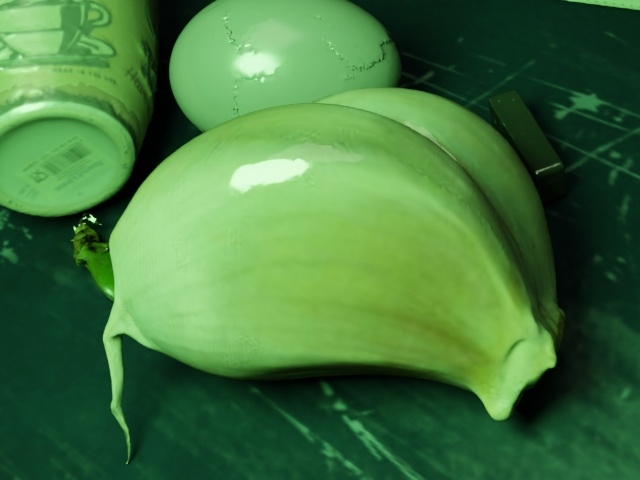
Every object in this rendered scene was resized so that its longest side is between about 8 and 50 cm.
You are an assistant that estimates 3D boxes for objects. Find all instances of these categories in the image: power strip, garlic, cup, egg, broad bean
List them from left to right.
[{"bbox_3d":[-0.277,-0.139,1.352,0.301,0.227,0.257,-34,45,25],"label":"cup"},{"bbox_3d":[-0.068,-0.008,1.258,0.292,0.049,0.144,-16,42,3],"label":"broad bean"},{"bbox_3d":[-0.030,-0.146,1.307,0.199,0.146,0.146,-4,47,10],"label":"egg"},{"bbox_3d":[0.000,0.000,1.141,0.340,0.246,0.231,-9,24,14],"label":"garlic"},{"bbox_3d":[0.171,-0.079,1.263,0.029,0.038,0.111,-20,46,-4],"label":"power strip"}]

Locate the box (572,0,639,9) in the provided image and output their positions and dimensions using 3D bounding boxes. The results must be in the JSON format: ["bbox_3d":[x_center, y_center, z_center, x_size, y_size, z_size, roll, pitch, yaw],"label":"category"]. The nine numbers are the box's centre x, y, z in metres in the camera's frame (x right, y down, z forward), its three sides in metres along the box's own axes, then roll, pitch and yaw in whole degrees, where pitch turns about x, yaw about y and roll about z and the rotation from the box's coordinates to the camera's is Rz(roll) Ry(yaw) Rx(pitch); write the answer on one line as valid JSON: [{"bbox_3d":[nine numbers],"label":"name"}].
[{"bbox_3d":[0.348,-0.349,1.426,0.210,0.095,0.330,13,54,27],"label":"box"}]
